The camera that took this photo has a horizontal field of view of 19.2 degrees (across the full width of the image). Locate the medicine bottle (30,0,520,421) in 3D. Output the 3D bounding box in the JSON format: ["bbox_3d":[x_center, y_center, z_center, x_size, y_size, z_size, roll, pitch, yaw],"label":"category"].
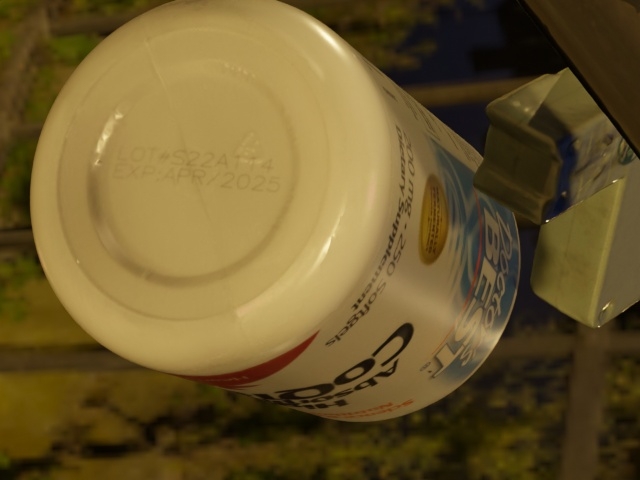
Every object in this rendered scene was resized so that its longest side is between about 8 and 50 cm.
[{"bbox_3d":[0.000,0.000,0.868,0.289,0.157,0.157,27,61,-66],"label":"medicine bottle"}]

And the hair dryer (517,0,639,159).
[{"bbox_3d":[0.054,-0.097,0.481,0.352,0.107,0.189,56,15,16],"label":"hair dryer"}]

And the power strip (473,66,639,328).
[{"bbox_3d":[0.129,-0.053,0.788,0.145,0.061,0.215,-28,138,-38],"label":"power strip"}]
